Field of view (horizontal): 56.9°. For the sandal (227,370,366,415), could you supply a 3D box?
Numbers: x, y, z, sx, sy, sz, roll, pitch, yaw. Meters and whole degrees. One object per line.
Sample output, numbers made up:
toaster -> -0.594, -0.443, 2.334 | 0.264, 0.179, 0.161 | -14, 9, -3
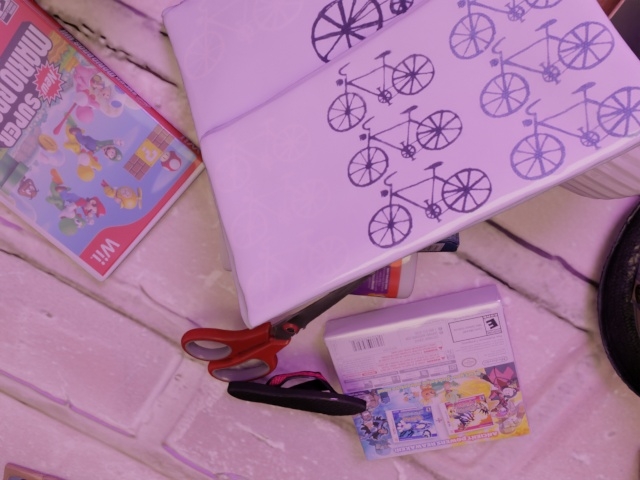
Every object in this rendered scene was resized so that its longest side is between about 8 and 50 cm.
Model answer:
sandal -> -0.031, 0.174, 0.698 | 0.179, 0.040, 0.067 | 0, 147, 28

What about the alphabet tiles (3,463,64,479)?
alphabet tiles -> -0.385, 0.478, 0.905 | 0.342, 0.011, 0.285 | 18, 113, -2

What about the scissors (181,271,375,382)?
scissors -> -0.036, 0.103, 0.650 | 0.297, 0.021, 0.109 | -23, 126, 32

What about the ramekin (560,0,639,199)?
ramekin -> 0.241, -0.131, 0.483 | 0.109, 0.207, 0.207 | 30, 113, -17

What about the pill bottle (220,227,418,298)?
pill bottle -> 0.000, 0.000, 0.610 | 0.193, 0.108, 0.108 | 5, 113, 4

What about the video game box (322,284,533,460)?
video game box -> 0.128, 0.161, 0.698 | 0.205, 0.048, 0.187 | -14, 108, 12

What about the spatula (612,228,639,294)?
spatula -> 0.437, 0.000, 0.613 | 0.242, 0.019, 0.168 | -1, 113, 6

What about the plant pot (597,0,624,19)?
plant pot -> 0.145, -0.239, 0.478 | 0.236, 0.032, 0.236 | -1, 89, 36

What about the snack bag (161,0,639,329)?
snack bag -> 0.028, -0.146, 0.459 | 0.323, 0.037, 0.342 | -27, 66, 20

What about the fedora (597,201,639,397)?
fedora -> 0.438, 0.072, 0.552 | 0.334, 0.152, 0.334 | 3, 113, 8

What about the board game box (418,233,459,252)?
board game box -> 0.027, -0.087, 0.544 | 0.194, 0.060, 0.194 | -1, 74, 1

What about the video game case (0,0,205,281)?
video game case -> -0.290, -0.112, 0.638 | 0.285, 0.025, 0.204 | 42, 110, -12
